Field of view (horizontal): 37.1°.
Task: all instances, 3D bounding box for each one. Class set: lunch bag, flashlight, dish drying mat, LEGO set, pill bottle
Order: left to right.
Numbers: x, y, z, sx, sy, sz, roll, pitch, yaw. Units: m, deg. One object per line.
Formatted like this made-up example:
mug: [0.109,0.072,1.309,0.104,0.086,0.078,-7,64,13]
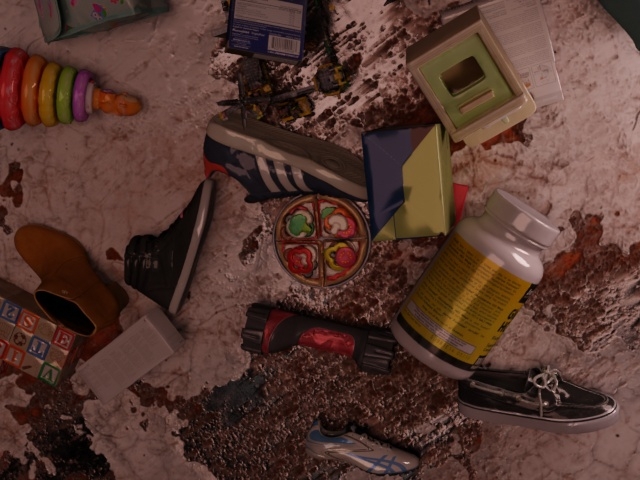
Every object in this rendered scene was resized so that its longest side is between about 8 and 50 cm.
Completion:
lunch bag: [-0.456,-0.509,1.833,0.262,0.160,0.223,-9,102,23]
LEGO set: [-0.086,-0.380,1.767,0.255,0.192,0.331,-7,99,12]
flashlight: [-0.003,0.203,1.903,0.304,0.103,0.103,13,101,9]
dish drying mat: [0.262,-0.069,1.854,0.032,0.008,0.083,14,102,9]
pill bottle: [0.292,0.079,1.782,0.188,0.188,0.334,34,105,3]

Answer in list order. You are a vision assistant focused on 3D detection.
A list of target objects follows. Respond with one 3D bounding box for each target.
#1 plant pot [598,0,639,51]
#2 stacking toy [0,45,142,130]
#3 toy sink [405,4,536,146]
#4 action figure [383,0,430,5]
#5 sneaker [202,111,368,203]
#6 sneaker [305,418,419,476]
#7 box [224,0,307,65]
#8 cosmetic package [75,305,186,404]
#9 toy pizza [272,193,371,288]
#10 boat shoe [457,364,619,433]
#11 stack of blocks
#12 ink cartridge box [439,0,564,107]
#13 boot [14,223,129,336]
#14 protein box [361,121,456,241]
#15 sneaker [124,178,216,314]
plant pot: [0.576,-0.467,1.608,0.272,0.271,0.255,-25,110,14]
stacking toy: [-0.506,-0.288,1.897,0.302,0.175,0.165,7,104,-2]
toy sink: [0.277,-0.274,1.718,0.153,0.131,0.234,-28,110,18]
action figure: [0.106,-0.540,1.732,0.276,0.141,0.164,37,93,4]
sneaker: [-0.064,-0.125,1.856,0.350,0.131,0.148,22,119,4]
sneaker: [0.087,0.420,1.938,0.237,0.085,0.086,12,95,5]
box: [-0.090,-0.429,1.686,0.136,0.036,0.225,8,80,-15]
cosmetic package: [-0.394,0.239,1.979,0.239,0.060,0.099,-36,94,29]
toy pizza: [0.000,0.000,1.902,0.201,0.032,0.201,2,100,10]
boat shoe: [0.418,0.292,1.837,0.306,0.113,0.105,6,116,19]
stack of blocks: [-0.660,0.197,2.031,0.297,0.087,0.171,25,104,5]
ink cartridge box: [0.339,-0.345,1.779,0.181,0.056,0.224,-16,115,13]
boot: [-0.532,0.075,1.922,0.295,0.211,0.104,35,103,3]
protein box: [0.166,-0.113,1.760,0.136,0.201,0.199,-4,98,14]
sneaker: [-0.310,-0.005,1.920,0.147,0.104,0.295,21,108,1]
